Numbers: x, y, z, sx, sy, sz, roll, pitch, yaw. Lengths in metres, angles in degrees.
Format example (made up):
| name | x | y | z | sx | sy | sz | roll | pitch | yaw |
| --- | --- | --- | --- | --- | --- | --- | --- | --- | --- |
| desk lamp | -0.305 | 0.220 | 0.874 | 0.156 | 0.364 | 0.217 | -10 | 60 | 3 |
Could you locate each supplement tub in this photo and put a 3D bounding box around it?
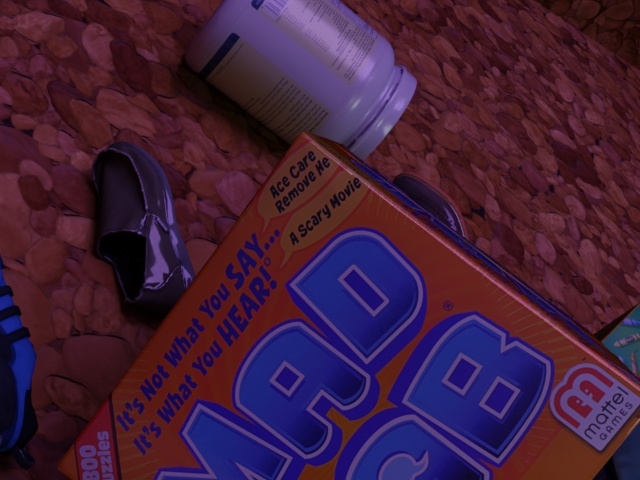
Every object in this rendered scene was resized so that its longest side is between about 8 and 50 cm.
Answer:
| name | x | y | z | sx | sy | sz | roll | pitch | yaw |
| --- | --- | --- | --- | --- | --- | --- | --- | --- | --- |
| supplement tub | -0.029 | -0.286 | 1.572 | 0.325 | 0.235 | 0.235 | 37 | 35 | -14 |

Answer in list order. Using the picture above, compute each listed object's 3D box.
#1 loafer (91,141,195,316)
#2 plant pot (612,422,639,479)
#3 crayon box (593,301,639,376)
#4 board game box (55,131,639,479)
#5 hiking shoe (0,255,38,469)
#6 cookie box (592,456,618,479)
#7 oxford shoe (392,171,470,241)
| name | x | y | z | sx | sy | sz | roll | pitch | yaw |
| --- | --- | --- | --- | --- | --- | --- | --- | --- | --- |
| loafer | -0.233 | -0.020 | 1.208 | 0.087 | 0.094 | 0.251 | 3 | 53 | -51 |
| plant pot | 0.640 | 0.347 | 1.573 | 0.293 | 0.235 | 0.293 | 34 | 44 | -40 |
| crayon box | 0.482 | 0.214 | 1.669 | 0.081 | 0.165 | 0.278 | 53 | 34 | 10 |
| board game box | 0.039 | 0.146 | 0.954 | 0.356 | 0.356 | 0.356 | 37 | 7 | 3 |
| hiking shoe | -0.357 | 0.088 | 0.986 | 0.132 | 0.113 | 0.304 | 56 | 12 | -46 |
| cookie box | 0.488 | 0.380 | 1.616 | 0.091 | 0.040 | 0.107 | 31 | 37 | -23 |
| oxford shoe | 0.195 | -0.001 | 1.650 | 0.098 | 0.097 | 0.271 | -19 | 70 | -47 |
